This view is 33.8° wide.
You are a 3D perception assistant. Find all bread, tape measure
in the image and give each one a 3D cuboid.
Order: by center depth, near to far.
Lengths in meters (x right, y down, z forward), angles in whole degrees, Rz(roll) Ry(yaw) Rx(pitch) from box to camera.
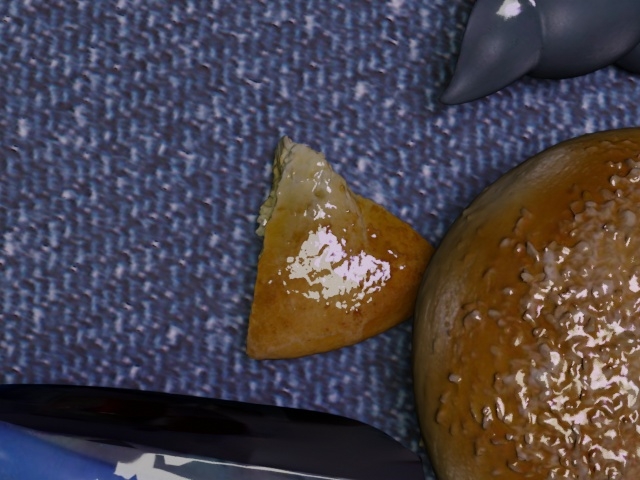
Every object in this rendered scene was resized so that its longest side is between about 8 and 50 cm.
[{"bbox_3d":[-0.086,0.164,0.576,0.262,0.259,0.138,8,86,-5],"label":"tape measure"},{"bbox_3d":[0.156,0.063,0.645,0.192,0.171,0.314,13,83,-17],"label":"bread"},{"bbox_3d":[-0.004,0.025,0.699,0.154,0.054,0.136,40,87,0],"label":"bread"}]

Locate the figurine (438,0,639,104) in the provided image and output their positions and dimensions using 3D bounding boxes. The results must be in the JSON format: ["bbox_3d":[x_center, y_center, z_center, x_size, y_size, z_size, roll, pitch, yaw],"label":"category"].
[{"bbox_3d":[0.188,-0.211,0.657,0.193,0.265,0.140,-8,62,-31],"label":"figurine"}]
